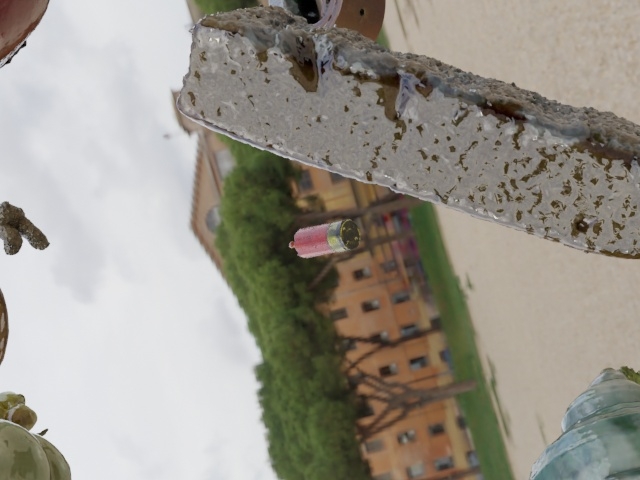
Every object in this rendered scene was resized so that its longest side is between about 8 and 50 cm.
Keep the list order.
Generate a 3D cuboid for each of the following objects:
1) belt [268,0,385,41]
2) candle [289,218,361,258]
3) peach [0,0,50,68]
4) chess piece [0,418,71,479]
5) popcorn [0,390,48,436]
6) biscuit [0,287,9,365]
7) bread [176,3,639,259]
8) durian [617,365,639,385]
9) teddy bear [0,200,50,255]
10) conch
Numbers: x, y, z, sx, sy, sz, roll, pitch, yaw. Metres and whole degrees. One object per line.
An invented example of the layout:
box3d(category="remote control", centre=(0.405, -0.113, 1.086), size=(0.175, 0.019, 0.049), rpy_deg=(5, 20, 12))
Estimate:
box3d(category="belt", centre=(0.004, -0.384, 1.461), size=(0.105, 0.184, 0.261), rpy_deg=(9, -139, -38))
box3d(category="candle", centre=(0.000, 0.000, 1.510), size=(0.052, 0.130, 0.052), rpy_deg=(14, -109, -45))
box3d(category="peach", centre=(-0.432, -0.268, 0.962), size=(0.258, 0.362, 0.201), rpy_deg=(47, 155, -6))
box3d(category="chess piece", centre=(-0.312, 0.175, 0.761), size=(0.243, 0.133, 0.133), rpy_deg=(64, -168, -55))
box3d(category="popcorn", centre=(-0.563, 0.323, 1.540), size=(0.173, 0.195, 0.168), rpy_deg=(-30, 60, 51))
box3d(category="biscuit", centre=(-0.537, 0.109, 1.254), size=(0.037, 0.262, 0.262), rpy_deg=(-103, -4, -77))
box3d(category="bread", centre=(0.099, -0.098, 0.819), size=(0.165, 0.416, 0.113), rpy_deg=(-49, -24, -69))
box3d(category="durian", centre=(0.541, 0.383, 1.528), size=(0.163, 0.198, 0.394), rpy_deg=(73, -172, -61))
box3d(category="teddy bear", centre=(-0.552, -0.036, 1.654), size=(0.119, 0.160, 0.078), rpy_deg=(-18, -56, -52))
box3d(category="conch", centre=(0.271, 0.225, 0.775), size=(0.220, 0.195, 0.277), rpy_deg=(96, 170, -45))
